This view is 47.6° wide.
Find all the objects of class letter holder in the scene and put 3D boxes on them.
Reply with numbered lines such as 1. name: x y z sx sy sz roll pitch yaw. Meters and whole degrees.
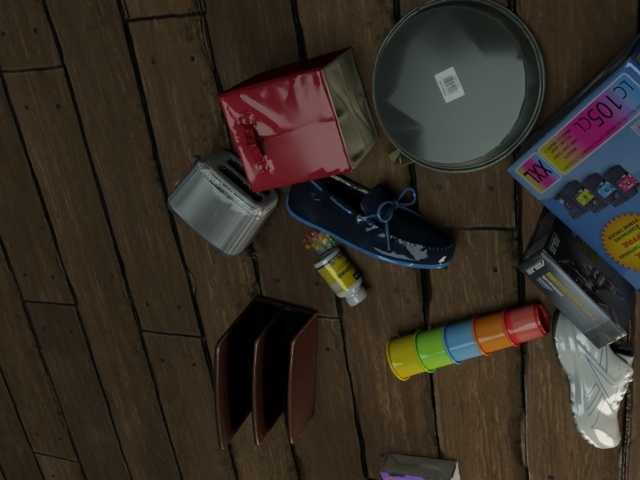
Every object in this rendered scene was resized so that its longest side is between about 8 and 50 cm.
1. letter holder: -0.120 0.313 1.591 0.152 0.214 0.301 13 120 19

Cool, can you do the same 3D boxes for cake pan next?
1. cake pan: 0.215 -0.253 1.193 0.293 0.054 0.293 6 105 23

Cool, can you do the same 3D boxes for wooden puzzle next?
1. wooden puzzle: 0.000 0.000 1.495 0.083 0.006 0.049 -32 99 35

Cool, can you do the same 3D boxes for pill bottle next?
1. pill bottle: 0.045 0.075 1.478 0.065 0.065 0.116 -32 99 35

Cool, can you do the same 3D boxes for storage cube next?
1. storage cube: -0.031 -0.212 1.277 0.193 0.215 0.183 -10 110 23

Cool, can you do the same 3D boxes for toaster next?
1. toaster: -0.189 -0.073 1.474 0.227 0.129 0.146 42 123 2

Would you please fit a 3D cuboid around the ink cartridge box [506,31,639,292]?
1. ink cartridge box: 0.524 -0.079 1.084 0.395 0.151 0.270 41 139 0

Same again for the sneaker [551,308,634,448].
1. sneaker: 0.514 0.257 1.327 0.129 0.111 0.297 -12 111 24

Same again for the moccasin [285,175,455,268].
1. moccasin: 0.089 -0.050 1.349 0.342 0.138 0.116 20 118 14

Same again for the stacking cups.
1. stacking cups: 0.282 0.186 1.414 0.316 0.096 0.096 -25 103 30

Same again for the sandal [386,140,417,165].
1. sandal: 0.203 -0.178 1.279 0.180 0.049 0.072 -13 98 33

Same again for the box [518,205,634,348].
1. box: 0.424 0.039 1.174 0.183 0.231 0.056 45 129 -1

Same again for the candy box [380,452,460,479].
1. candy box: 0.238 0.592 1.655 0.165 0.070 0.196 -1 115 26
